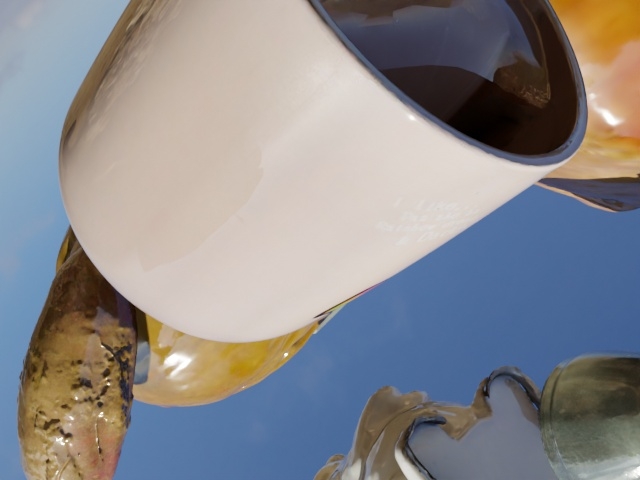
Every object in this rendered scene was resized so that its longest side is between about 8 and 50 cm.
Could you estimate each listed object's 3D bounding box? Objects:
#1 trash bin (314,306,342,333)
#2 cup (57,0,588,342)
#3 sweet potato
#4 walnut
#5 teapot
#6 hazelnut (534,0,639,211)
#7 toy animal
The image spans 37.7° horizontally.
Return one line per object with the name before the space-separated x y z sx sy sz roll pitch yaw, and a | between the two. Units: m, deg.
trash bin | 0.000 0.000 1.495 0.250 0.220 0.219 -47 -155 -18
cup | -0.001 -0.079 0.478 0.200 0.191 0.253 -39 -170 39
sweet potato | -0.221 0.194 0.851 0.109 0.109 0.385 -149 -119 -67
walnut | -0.131 0.021 1.112 0.398 0.308 0.354 -44 -177 1
teapot | 0.239 0.139 0.660 0.108 0.149 0.111 -24 -150 53
hazelnut | 0.233 -0.194 0.704 0.372 0.315 0.372 -42 168 -11
toy animal | 0.102 0.284 0.973 0.194 0.258 0.357 -11 155 -34
